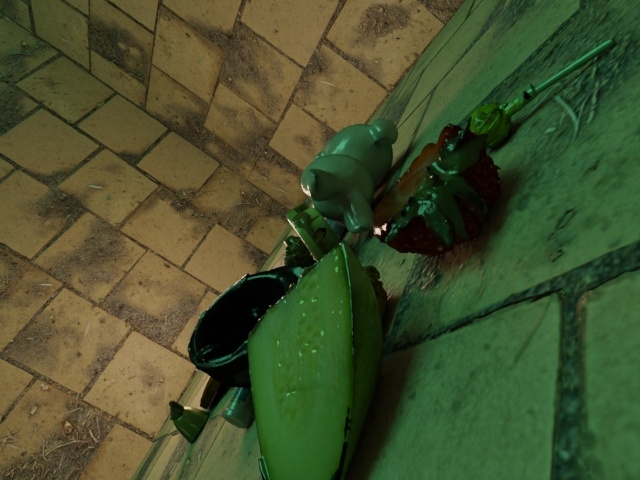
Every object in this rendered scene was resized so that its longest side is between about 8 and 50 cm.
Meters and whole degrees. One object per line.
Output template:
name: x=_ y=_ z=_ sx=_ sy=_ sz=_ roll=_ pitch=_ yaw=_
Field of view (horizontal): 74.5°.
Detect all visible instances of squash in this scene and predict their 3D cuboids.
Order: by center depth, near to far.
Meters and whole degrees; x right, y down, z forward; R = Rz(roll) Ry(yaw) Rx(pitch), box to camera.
squash: x=-0.019 y=0.160 z=0.461 sx=0.155 sy=0.204 sz=0.237 roll=-30 pitch=-15 yaw=-51
squash: x=-0.435 y=0.560 z=1.332 sx=0.105 sy=0.132 sz=0.105 roll=-52 pitch=9 yaw=12

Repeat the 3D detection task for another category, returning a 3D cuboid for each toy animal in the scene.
toy animal: x=0.073 y=-0.156 z=1.024 sx=0.241 sy=0.196 sz=0.368 roll=-46 pitch=10 yaw=41

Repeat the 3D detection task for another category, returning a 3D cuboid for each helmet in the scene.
helmet: x=-0.117 y=0.187 z=0.853 sx=0.278 sy=0.160 sz=0.231 roll=-28 pitch=30 yaw=4

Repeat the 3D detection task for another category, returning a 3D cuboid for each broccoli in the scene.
broccoli: x=-0.065 y=0.036 z=1.311 sx=0.130 sy=0.120 sz=0.131 roll=-37 pitch=-28 yaw=-9

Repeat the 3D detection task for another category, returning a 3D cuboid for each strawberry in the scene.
strawberry: x=0.136 y=-0.040 z=0.545 sx=0.174 sy=0.098 sz=0.228 roll=-57 pitch=5 yaw=-13

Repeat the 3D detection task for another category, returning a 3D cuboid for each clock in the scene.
clock: x=0.000 y=0.000 z=0.960 sx=0.069 sy=0.170 sz=0.232 roll=-35 pitch=14 yaw=-3

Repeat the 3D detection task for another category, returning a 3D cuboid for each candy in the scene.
candy: x=0.270 y=-0.185 z=0.536 sx=0.194 sy=0.058 sz=0.062 roll=-34 pitch=62 yaw=47

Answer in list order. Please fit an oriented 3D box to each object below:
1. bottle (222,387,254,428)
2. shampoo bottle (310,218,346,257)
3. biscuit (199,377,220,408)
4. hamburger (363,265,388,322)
bottle: x=-0.134 y=0.294 z=0.918 sx=0.060 sy=0.060 sz=0.217 roll=-45 pitch=12 yaw=51
shampoo bottle: x=0.041 y=-0.043 z=1.208 sx=0.104 sy=0.061 sz=0.258 roll=-45 pitch=13 yaw=49
biscuit: x=-0.341 y=0.442 z=1.442 sx=0.273 sy=0.049 sz=0.257 roll=-61 pitch=4 yaw=44
hamburger: x=0.034 y=0.108 z=0.598 sx=0.147 sy=0.083 sz=0.138 roll=-46 pitch=16 yaw=57
